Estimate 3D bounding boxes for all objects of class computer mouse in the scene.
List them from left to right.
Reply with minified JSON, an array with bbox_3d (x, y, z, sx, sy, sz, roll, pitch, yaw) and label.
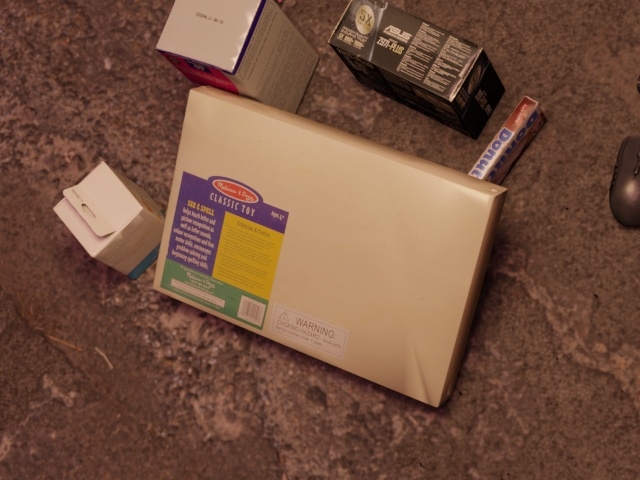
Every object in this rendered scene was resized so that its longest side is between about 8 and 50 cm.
[{"bbox_3d":[0.392,-0.133,1.866,0.071,0.041,0.242,10,78,21],"label":"computer mouse"}]

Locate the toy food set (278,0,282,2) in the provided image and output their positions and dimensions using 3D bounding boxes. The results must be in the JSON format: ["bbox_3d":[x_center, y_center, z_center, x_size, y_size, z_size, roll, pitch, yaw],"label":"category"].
[{"bbox_3d":[-0.087,-0.322,2.081,0.078,0.019,0.122,30,86,22],"label":"toy food set"}]

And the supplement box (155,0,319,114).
[{"bbox_3d":[-0.098,-0.233,1.953,0.111,0.220,0.114,19,83,22],"label":"supplement box"}]

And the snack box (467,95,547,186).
[{"bbox_3d":[0.208,-0.089,1.899,0.022,0.064,0.178,35,88,24],"label":"snack box"}]

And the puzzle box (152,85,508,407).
[{"bbox_3d":[0.000,0.000,1.883,0.409,0.052,0.272,22,112,21],"label":"puzzle box"}]

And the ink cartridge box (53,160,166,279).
[{"bbox_3d":[-0.258,-0.026,1.987,0.090,0.143,0.092,-44,68,2],"label":"ink cartridge box"}]

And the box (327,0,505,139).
[{"bbox_3d":[0.119,-0.213,1.917,0.180,0.147,0.077,28,86,23],"label":"box"}]
